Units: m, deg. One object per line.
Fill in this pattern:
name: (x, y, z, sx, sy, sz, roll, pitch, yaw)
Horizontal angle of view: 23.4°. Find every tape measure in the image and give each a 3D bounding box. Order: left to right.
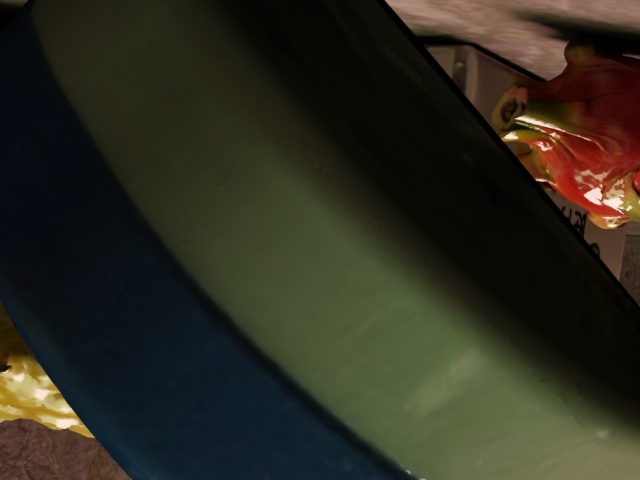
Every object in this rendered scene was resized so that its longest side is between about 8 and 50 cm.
tape measure: (0.002, 0.000, 0.528, 0.259, 0.138, 0.262, 53, -171, 32)

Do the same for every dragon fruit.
dragon fruit: (0.133, -0.053, 0.727, 0.116, 0.086, 0.081, 23, -155, -34)

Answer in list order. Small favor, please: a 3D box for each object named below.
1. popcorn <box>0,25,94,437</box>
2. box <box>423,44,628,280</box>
popcorn: (-0.171, 0.000, 0.983, 0.282, 0.282, 0.247, 8, 164, 6)
box: (0.064, -0.030, 0.955, 0.173, 0.145, 0.333, 5, 178, 28)
